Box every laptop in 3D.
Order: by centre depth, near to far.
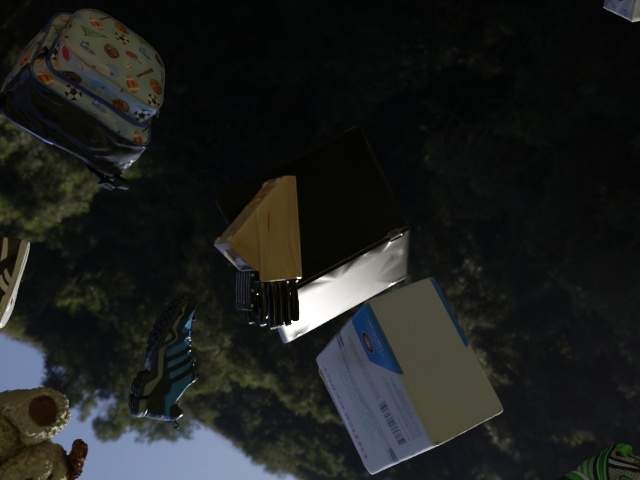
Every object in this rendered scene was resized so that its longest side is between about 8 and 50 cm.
[{"bbox_3d":[0.000,0.000,1.794,0.236,0.381,0.408,58,170,28],"label":"laptop"}]

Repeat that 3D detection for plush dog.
[{"bbox_3d":[-0.565,0.398,1.352,0.210,0.262,0.225,14,131,64],"label":"plush dog"}]

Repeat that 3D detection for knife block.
[{"bbox_3d":[-0.085,0.038,1.516,0.242,0.276,0.088,45,159,-20],"label":"knife block"}]

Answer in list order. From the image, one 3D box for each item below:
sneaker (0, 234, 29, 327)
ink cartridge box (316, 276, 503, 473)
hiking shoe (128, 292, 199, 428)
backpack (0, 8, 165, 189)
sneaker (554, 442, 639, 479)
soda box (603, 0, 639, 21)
[{"bbox_3d":[-0.738,0.087,1.631,0.121,0.079,0.217,13,-123,-14],"label":"sneaker"},{"bbox_3d":[0.082,0.149,0.768,0.085,0.203,0.148,-20,-107,-22],"label":"ink cartridge box"},{"bbox_3d":[-0.340,0.273,1.705,0.132,0.304,0.113,23,176,-25],"label":"hiking shoe"},{"bbox_3d":[-0.397,-0.271,1.255,0.276,0.213,0.263,38,-158,-35],"label":"backpack"},{"bbox_3d":[0.401,0.324,0.864,0.134,0.146,0.343,49,176,-9],"label":"sneaker"},{"bbox_3d":[0.720,-0.512,1.459,0.286,0.091,0.098,-11,-144,-13],"label":"soda box"}]
